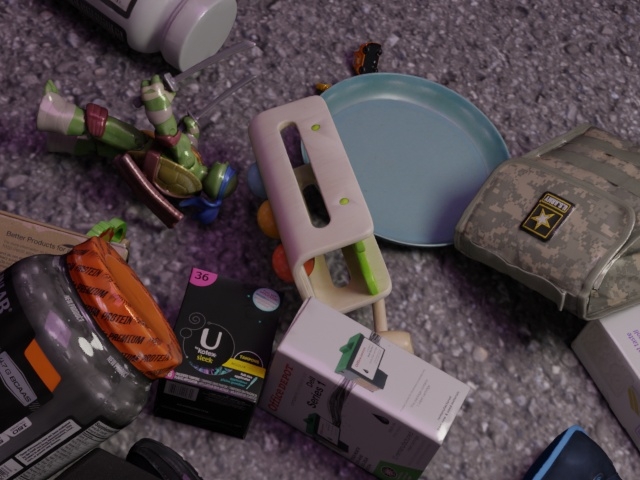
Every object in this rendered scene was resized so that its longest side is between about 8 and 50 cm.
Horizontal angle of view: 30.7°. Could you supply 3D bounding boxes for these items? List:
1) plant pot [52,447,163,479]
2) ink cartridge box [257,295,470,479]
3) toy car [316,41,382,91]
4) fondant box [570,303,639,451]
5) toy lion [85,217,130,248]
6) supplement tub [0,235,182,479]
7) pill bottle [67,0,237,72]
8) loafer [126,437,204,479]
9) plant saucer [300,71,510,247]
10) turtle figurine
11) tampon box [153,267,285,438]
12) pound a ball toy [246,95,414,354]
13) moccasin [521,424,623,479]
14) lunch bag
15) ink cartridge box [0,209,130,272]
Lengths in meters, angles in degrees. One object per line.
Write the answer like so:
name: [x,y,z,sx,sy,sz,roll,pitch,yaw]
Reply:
plant pot: [-0.211,0.326,1.181,0.187,0.188,0.167,24,59,13]
ink cartridge box: [0.046,0.186,1.390,0.219,0.160,0.092,29,55,7]
toy car: [0.039,-0.267,1.773,0.122,0.060,0.040,-23,32,-34]
fondant box: [0.543,0.168,1.575,0.330,0.096,0.238,-17,61,-24]
toy lion: [-0.279,0.006,1.469,0.034,0.096,0.100,33,54,9]
supplement tub: [-0.327,0.154,1.208,0.338,0.207,0.207,-35,67,0]
pill bottle: [-0.269,-0.374,1.699,0.278,0.162,0.162,37,55,11]
loafer: [-0.150,0.318,1.297,0.078,0.076,0.223,-28,70,-38]
plant saucer: [0.123,-0.113,1.693,0.318,0.043,0.317,7,54,-9]
turtle figurine: [-0.224,-0.172,1.553,0.266,0.274,0.198,12,19,-1]
tampon box: [-0.123,0.136,1.415,0.120,0.101,0.161,15,53,-4]
pound a ball toy: [0.000,0.000,1.487,0.136,0.208,0.319,-19,47,1]
moccasin: [0.257,0.352,1.346,0.117,0.137,0.342,41,56,9]
lunch bag: [0.354,-0.020,1.567,0.287,0.169,0.235,-27,40,-31]
ink cartridge box: [-0.360,0.069,1.360,0.235,0.088,0.193,17,84,-3]
